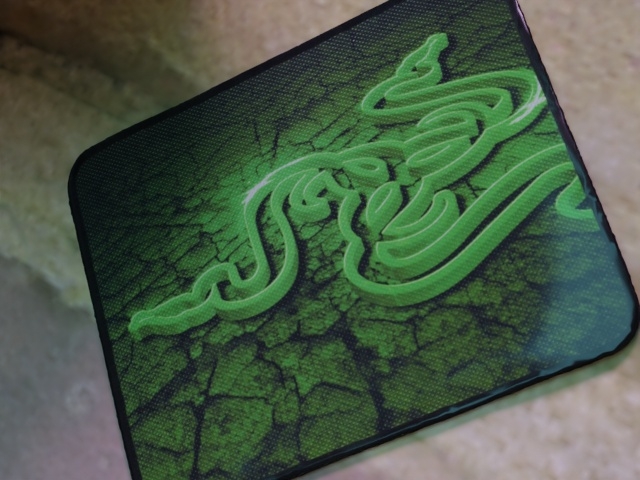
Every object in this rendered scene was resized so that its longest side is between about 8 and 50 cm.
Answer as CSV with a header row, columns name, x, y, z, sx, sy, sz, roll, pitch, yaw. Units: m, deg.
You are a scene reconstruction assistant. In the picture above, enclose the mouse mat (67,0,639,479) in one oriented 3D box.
name,x,y,z,sx,sy,sz,roll,pitch,yaw
mouse mat,0.000,0.000,0.448,0.189,0.007,0.153,-24,67,15
